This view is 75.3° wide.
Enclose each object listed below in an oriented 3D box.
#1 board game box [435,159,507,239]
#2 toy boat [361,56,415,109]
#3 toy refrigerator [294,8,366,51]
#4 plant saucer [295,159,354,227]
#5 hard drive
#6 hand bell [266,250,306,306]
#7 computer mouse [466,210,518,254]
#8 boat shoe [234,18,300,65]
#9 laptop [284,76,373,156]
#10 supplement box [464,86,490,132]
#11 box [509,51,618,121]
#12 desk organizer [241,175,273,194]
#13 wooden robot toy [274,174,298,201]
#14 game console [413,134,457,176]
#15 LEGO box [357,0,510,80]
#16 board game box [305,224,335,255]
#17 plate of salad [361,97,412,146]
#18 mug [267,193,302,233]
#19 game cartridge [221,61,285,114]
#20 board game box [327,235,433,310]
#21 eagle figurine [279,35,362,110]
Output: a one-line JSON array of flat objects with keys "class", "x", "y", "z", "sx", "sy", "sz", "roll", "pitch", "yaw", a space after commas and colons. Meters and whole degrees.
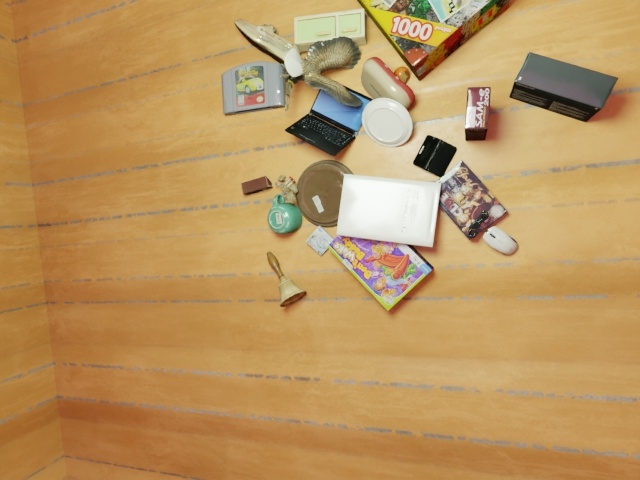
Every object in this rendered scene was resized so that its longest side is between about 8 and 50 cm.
[{"class": "board game box", "x": 0.527, "y": -0.145, "z": 1.504, "sx": 0.165, "sy": 0.042, "sz": 0.243, "roll": -42, "pitch": 80, "yaw": 19}, {"class": "toy boat", "x": 0.267, "y": -0.585, "z": 1.532, "sx": 0.151, "sy": 0.151, "sz": 0.231, "roll": -37, "pitch": 80, "yaw": -10}, {"class": "toy refrigerator", "x": 0.038, "y": -0.803, "z": 1.588, "sx": 0.269, "sy": 0.094, "sz": 0.102, "roll": 0, "pitch": 94, "yaw": 12}, {"class": "plant saucer", "x": 0.020, "y": -0.191, "z": 1.694, "sx": 0.277, "sy": 0.041, "sz": 0.278, "roll": 2, "pitch": 96, "yaw": 20}, {"class": "hard drive", "x": 0.248, "y": -0.113, "z": 1.534, "sx": 0.353, "sy": 0.047, "sz": 0.233, "roll": 8, "pitch": 90, "yaw": 14}, {"class": "hand bell", "x": -0.168, "y": 0.149, "z": 1.775, "sx": 0.126, "sy": 0.126, "sz": 0.242, "roll": -37, "pitch": 68, "yaw": 19}, {"class": "computer mouse", "x": 0.614, "y": -0.012, "z": 1.452, "sx": 0.193, "sy": 0.042, "sz": 0.106, "roll": 33, "pitch": 109, "yaw": -4}, {"class": "boat shoe", "x": -0.215, "y": -0.827, "z": 1.698, "sx": 0.302, "sy": 0.109, "sz": 0.098, "roll": 36, "pitch": 96, "yaw": 7}, {"class": "laptop", "x": 0.035, "y": -0.484, "z": 1.611, "sx": 0.234, "sy": 0.264, "sz": 0.137, "roll": 31, "pitch": 141, "yaw": 16}, {"class": "supplement box", "x": 0.520, "y": -0.414, "z": 1.379, "sx": 0.073, "sy": 0.239, "sz": 0.130, "roll": 4, "pitch": 96, "yaw": 20}, {"class": "box", "x": 0.755, "y": -0.483, "z": 1.316, "sx": 0.261, "sy": 0.184, "sz": 0.103, "roll": 26, "pitch": 103, "yaw": 16}, {"class": "desk organizer", "x": -0.276, "y": -0.238, "z": 1.798, "sx": 0.130, "sy": 0.047, "sz": 0.050, "roll": -13, "pitch": 87, "yaw": 21}, {"class": "wooden robot toy", "x": -0.124, "y": -0.210, "z": 1.729, "sx": 0.076, "sy": 0.079, "sz": 0.173, "roll": -37, "pitch": 43, "yaw": 2}, {"class": "game console", "x": 0.425, "y": -0.315, "z": 1.546, "sx": 0.107, "sy": 0.071, "sz": 0.122, "roll": 39, "pitch": 108, "yaw": 45}, {"class": "LEGO box", "x": 0.340, "y": -0.888, "z": 1.434, "sx": 0.372, "sy": 0.193, "sz": 0.500, "roll": -38, "pitch": 81, "yaw": 20}, {"class": "board game box", "x": 0.000, "y": 0.000, "z": 1.718, "sx": 0.090, "sy": 0.020, "sz": 0.090, "roll": 43, "pitch": 110, "yaw": 0}, {"class": "plate of salad", "x": 0.249, "y": -0.440, "z": 1.545, "sx": 0.199, "sy": 0.048, "sz": 0.200, "roll": 21, "pitch": 142, "yaw": 17}, {"class": "mug", "x": -0.166, "y": -0.100, "z": 1.731, "sx": 0.157, "sy": 0.097, "sz": 0.129, "roll": 42, "pitch": 115, "yaw": 16}, {"class": "game cartridge", "x": -0.290, "y": -0.652, "z": 1.768, "sx": 0.294, "sy": 0.060, "sz": 0.196, "roll": -2, "pitch": 90, "yaw": 21}, {"class": "board game box", "x": 0.229, "y": 0.064, "z": 1.615, "sx": 0.347, "sy": 0.078, "sz": 0.233, "roll": 46, "pitch": 108, "yaw": 11}, {"class": "eagle figurine", "x": 0.007, "y": -0.626, "z": 1.559, "sx": 0.298, "sy": 0.225, "sz": 0.226, "roll": 1, "pitch": 135, "yaw": 9}]
